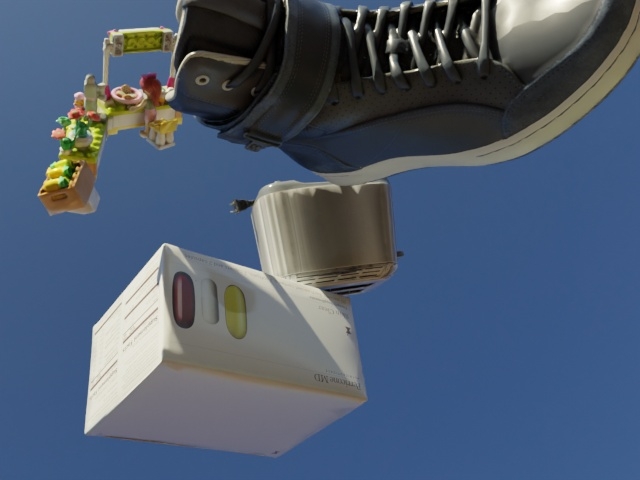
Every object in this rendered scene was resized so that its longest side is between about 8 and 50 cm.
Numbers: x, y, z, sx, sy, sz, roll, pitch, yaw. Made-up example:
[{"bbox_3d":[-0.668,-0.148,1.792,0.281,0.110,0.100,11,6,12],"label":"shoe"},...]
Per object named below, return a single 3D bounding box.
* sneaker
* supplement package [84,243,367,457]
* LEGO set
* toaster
[{"bbox_3d":[0.023,-0.096,0.326,0.163,0.226,0.086,23,-117,-39],"label":"sneaker"},{"bbox_3d":[-0.113,0.146,0.795,0.261,0.145,0.204,18,-44,-33],"label":"supplement package"},{"bbox_3d":[-0.202,-0.142,0.684,0.132,0.287,0.107,28,-52,15],"label":"LEGO set"},{"bbox_3d":[0.000,0.000,0.894,0.226,0.129,0.147,-6,-105,-17],"label":"toaster"}]
